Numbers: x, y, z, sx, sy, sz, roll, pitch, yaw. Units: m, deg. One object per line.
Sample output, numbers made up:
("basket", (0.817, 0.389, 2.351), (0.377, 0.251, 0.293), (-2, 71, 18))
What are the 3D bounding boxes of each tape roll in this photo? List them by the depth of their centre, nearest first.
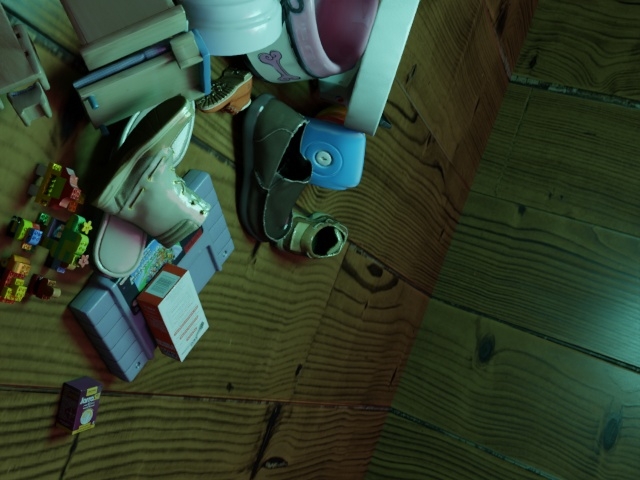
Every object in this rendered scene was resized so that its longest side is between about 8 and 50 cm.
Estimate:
("tape roll", (0.138, -0.410, 1.541), (0.392, 0.072, 0.392), (18, 90, -89))

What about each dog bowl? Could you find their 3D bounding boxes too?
("dog bowl", (-0.010, -0.493, 1.417), (0.408, 0.150, 0.408), (12, 90, -68))

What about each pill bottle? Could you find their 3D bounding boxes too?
("pill bottle", (-0.154, -0.478, 1.110), (0.210, 0.210, 0.363), (-48, 147, -41))

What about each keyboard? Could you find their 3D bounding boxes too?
("keyboard", (0.103, -0.344, 1.807), (0.023, 0.180, 0.108), (-39, 165, 16))

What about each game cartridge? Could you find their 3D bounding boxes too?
("game cartridge", (-0.293, 0.061, 1.387), (0.355, 0.068, 0.230), (-55, 155, -31))

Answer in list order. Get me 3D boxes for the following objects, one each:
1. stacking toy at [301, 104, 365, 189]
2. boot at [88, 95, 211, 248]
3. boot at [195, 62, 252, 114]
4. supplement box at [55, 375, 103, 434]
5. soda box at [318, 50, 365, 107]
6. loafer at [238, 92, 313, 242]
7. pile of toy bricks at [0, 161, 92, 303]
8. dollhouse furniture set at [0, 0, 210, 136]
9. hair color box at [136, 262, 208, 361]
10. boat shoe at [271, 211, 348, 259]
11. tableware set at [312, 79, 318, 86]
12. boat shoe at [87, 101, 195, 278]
("stacking toy", (0.048, -0.270, 1.788), (0.302, 0.175, 0.166), (-65, 166, -49))
("boot", (-0.227, -0.100, 1.149), (0.213, 0.077, 0.165), (-48, 125, 7))
("boot", (-0.175, -0.262, 1.404), (0.158, 0.059, 0.085), (-47, 151, -44))
("supplement box", (-0.417, 0.285, 1.299), (0.055, 0.043, 0.083), (-5, 111, -62))
("soda box", (0.069, -0.410, 1.752), (0.069, 0.073, 0.216), (89, 24, -53))
("loafer", (-0.089, -0.125, 1.573), (0.134, 0.130, 0.366), (-51, 154, -37))
("pile of toy bricks", (-0.381, 0.005, 1.101), (0.118, 0.105, 0.212), (28, 81, -65))
("dollhouse furniture set", (-0.327, -0.282, 1.055), (0.286, 0.198, 0.303), (-27, 171, -11))
("hair color box", (-0.265, 0.132, 1.363), (0.093, 0.053, 0.167), (-55, 150, -35))
("boat shoe", (0.000, 0.000, 1.873), (0.324, 0.119, 0.123), (-3, 110, -64))
("tableware set", (-0.004, -0.433, 1.682), (0.169, 0.020, 0.141), (-69, 156, -8))
("boat shoe", (-0.306, -0.101, 1.229), (0.112, 0.095, 0.335), (23, 81, -32))
